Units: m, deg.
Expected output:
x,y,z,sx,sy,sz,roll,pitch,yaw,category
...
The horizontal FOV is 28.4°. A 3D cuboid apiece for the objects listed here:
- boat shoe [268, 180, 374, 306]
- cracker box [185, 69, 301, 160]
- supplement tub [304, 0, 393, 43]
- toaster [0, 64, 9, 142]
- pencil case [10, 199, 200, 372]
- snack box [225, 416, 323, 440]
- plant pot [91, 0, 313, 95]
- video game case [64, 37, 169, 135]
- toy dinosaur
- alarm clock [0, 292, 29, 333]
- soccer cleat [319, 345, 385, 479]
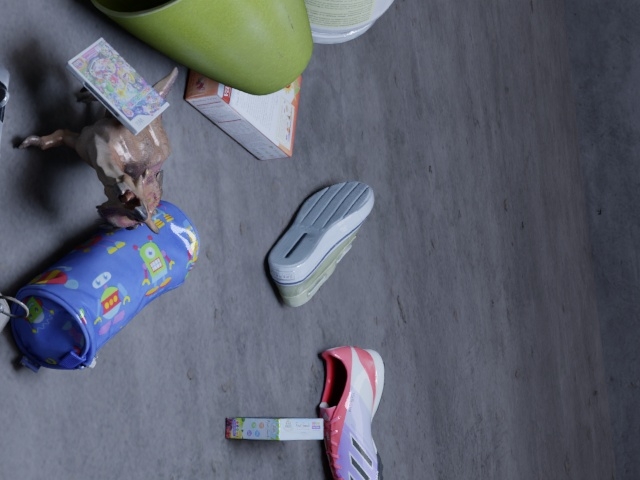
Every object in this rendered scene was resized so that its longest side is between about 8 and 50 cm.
x,y,z,sx,sy,sz,roll,pitch,yaw,category
0.000,0.000,2.209,0.302,0.109,0.094,-46,141,-43,boat shoe
-0.120,-0.247,2.039,0.232,0.067,0.155,39,52,-54,cracker box
0.021,-0.462,1.939,0.325,0.236,0.235,105,-9,-72,supplement tub
-0.431,-0.113,1.357,0.110,0.186,0.168,42,42,-55,toaster
-0.275,0.058,1.654,0.133,0.119,0.306,59,35,-11,pencil case
-0.071,0.299,2.011,0.141,0.100,0.037,14,74,-60,snack box
-0.137,-0.341,1.798,0.293,0.275,0.274,46,47,-48,plant pot
-0.255,-0.195,1.593,0.122,0.011,0.087,45,36,-7,video game case
-0.248,-0.114,1.652,0.200,0.127,0.295,48,34,-7,toy dinosaur
-0.392,0.075,1.365,0.129,0.192,0.064,57,40,-39,alarm clock
0.043,0.344,2.233,0.116,0.109,0.318,14,75,-39,soccer cleat
